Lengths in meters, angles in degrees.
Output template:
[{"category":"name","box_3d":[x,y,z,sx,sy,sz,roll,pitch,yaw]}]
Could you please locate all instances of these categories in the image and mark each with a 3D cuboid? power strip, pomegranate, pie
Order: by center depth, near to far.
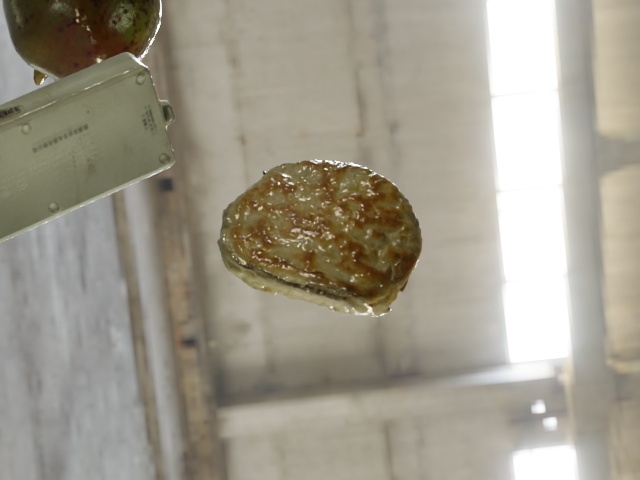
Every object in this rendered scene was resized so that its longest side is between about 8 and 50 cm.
[{"category":"power strip","box_3d":[-0.293,-0.044,1.299,0.043,0.367,0.106,42,-29,51]},{"category":"pie","box_3d":[0.000,0.000,1.597,0.084,0.205,0.179,91,16,-48]},{"category":"pomegranate","box_3d":[-0.311,-0.274,1.920,0.198,0.246,0.198,33,44,-38]}]
